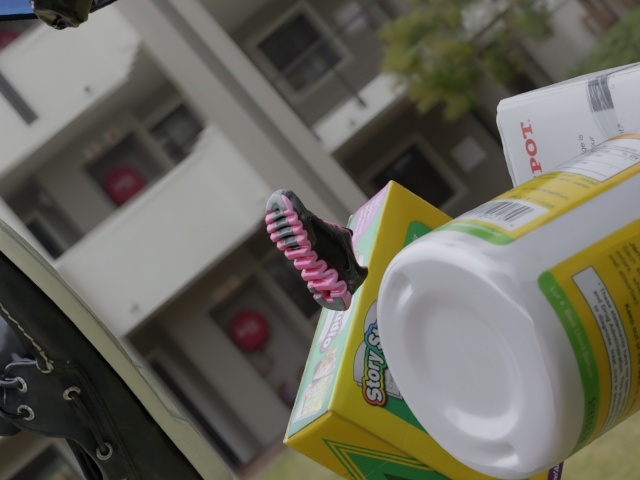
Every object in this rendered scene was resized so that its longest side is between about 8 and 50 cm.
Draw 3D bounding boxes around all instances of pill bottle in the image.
[{"bbox_3d":[0.163,0.019,0.921,0.246,0.136,0.136,-26,-9,-33],"label":"pill bottle"}]

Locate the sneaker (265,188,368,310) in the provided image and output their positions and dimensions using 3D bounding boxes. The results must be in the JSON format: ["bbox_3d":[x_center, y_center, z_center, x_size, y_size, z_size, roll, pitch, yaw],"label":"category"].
[{"bbox_3d":[0.000,0.000,1.398,0.057,0.119,0.047,-45,25,-28],"label":"sneaker"}]

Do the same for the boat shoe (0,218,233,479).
[{"bbox_3d":[-0.189,0.100,1.177,0.113,0.127,0.340,-41,-45,-7],"label":"boat shoe"}]

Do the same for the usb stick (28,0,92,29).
[{"bbox_3d":[-0.195,-0.316,1.420,0.077,0.045,0.278,36,-115,-74],"label":"usb stick"}]

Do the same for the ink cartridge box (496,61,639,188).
[{"bbox_3d":[0.286,-0.046,1.304,0.114,0.197,0.273,-19,7,-38],"label":"ink cartridge box"}]

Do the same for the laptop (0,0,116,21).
[{"bbox_3d":[-0.265,-0.349,1.638,0.264,0.234,0.137,-16,-13,41],"label":"laptop"}]

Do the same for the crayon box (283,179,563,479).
[{"bbox_3d":[0.148,0.154,2.004,0.106,0.313,0.363,-43,22,44],"label":"crayon box"}]
